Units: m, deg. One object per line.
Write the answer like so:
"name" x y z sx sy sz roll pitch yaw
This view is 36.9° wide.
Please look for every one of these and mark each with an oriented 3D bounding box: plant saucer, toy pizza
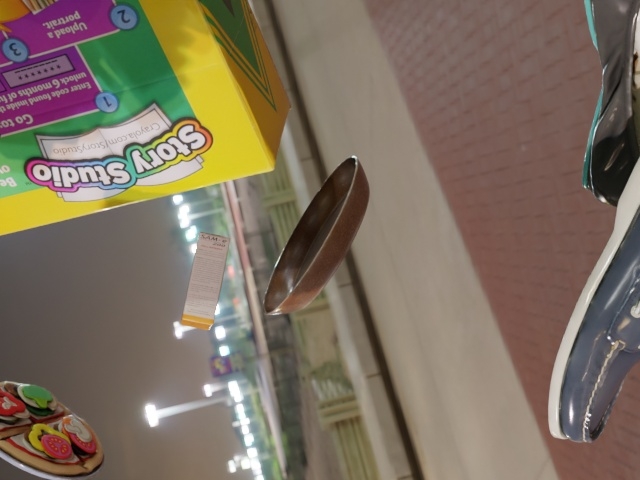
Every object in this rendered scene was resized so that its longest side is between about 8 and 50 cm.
"plant saucer" 0.000 0.000 0.888 0.168 0.029 0.168 -58 12 19
"toy pizza" -0.366 0.239 1.247 0.032 0.201 0.201 -57 16 9

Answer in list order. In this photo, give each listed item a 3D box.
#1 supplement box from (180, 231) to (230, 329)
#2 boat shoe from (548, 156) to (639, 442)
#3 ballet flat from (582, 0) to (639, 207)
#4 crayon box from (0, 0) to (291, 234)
"supplement box" -0.127 0.046 1.056 0.062 0.036 0.098 134 147 -76
"boat shoe" 0.249 0.043 0.731 0.095 0.079 0.254 23 -91 -62
"ballet flat" 0.265 -0.142 0.755 0.096 0.095 0.280 23 141 37
"crayon box" -0.246 -0.160 0.712 0.106 0.363 0.313 -82 -25 -49
